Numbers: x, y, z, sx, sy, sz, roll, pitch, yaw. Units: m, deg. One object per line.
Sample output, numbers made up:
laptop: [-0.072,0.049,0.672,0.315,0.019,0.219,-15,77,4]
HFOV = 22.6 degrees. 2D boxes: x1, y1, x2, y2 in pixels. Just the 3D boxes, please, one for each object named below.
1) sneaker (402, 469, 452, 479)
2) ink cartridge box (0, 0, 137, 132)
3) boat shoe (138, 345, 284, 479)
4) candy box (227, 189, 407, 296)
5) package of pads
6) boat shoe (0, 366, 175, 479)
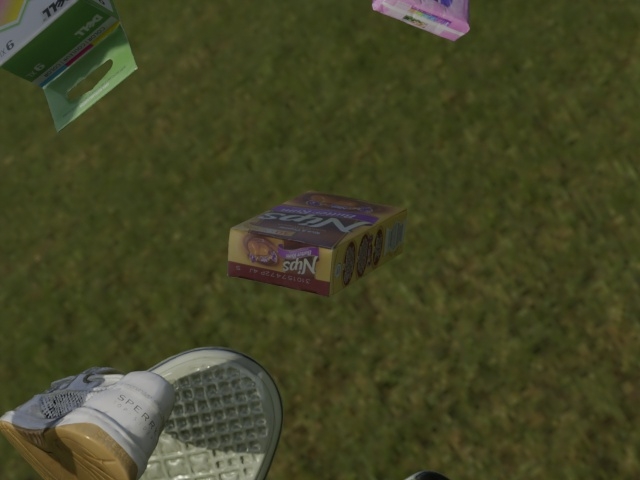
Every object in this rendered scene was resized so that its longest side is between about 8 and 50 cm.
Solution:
sneaker: [0.020,0.354,1.363,0.146,0.122,0.330,-25,26,44]
ink cartridge box: [-0.254,-0.217,1.483,0.109,0.062,0.209,-35,59,21]
boat shoe: [-0.188,0.278,1.669,0.500,0.187,0.156,-57,-1,32]
candy box: [0.000,0.000,1.556,0.109,0.053,0.186,11,19,22]
package of pads: [0.084,-0.200,1.310,0.032,0.083,0.050,-41,40,49]
boat shoe: [-0.184,0.151,1.313,0.096,0.098,0.277,-49,16,-23]
